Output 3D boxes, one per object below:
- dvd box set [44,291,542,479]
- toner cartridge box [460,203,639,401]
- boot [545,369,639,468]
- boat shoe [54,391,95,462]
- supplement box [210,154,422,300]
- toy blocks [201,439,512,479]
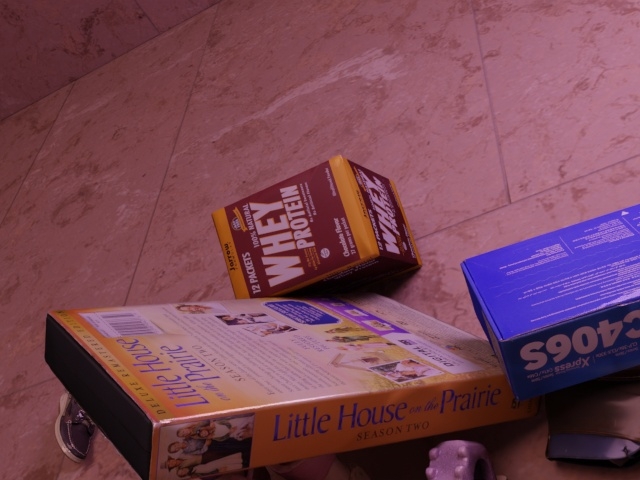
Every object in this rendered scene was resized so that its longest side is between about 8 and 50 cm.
[{"bbox_3d":[-0.031,0.126,0.858,0.307,0.420,0.062,20,108,55],"label":"dvd box set"},{"bbox_3d":[0.325,0.031,0.808,0.348,0.075,0.165,-18,26,5],"label":"toner cartridge box"},{"bbox_3d":[0.309,0.169,0.772,0.219,0.082,0.106,3,71,40],"label":"boot"},{"bbox_3d":[-0.359,0.265,1.251,0.049,0.056,0.152,-39,33,5],"label":"boat shoe"},{"bbox_3d":[0.000,0.000,1.090,0.191,0.194,0.129,-23,76,21],"label":"supplement box"},{"bbox_3d":[-0.022,0.280,0.746,0.309,0.260,0.288,-15,39,30],"label":"toy blocks"}]
